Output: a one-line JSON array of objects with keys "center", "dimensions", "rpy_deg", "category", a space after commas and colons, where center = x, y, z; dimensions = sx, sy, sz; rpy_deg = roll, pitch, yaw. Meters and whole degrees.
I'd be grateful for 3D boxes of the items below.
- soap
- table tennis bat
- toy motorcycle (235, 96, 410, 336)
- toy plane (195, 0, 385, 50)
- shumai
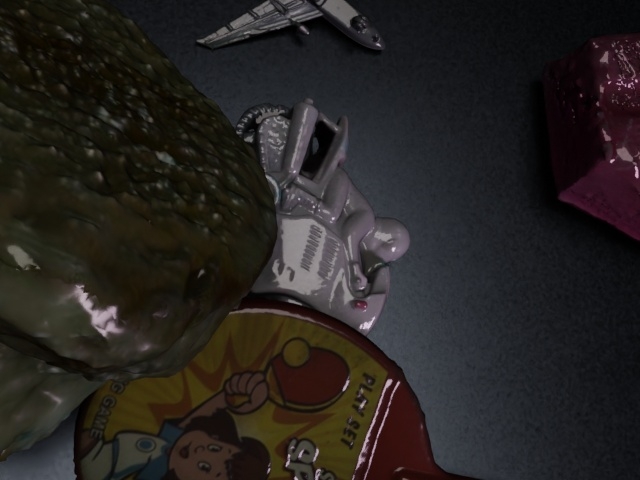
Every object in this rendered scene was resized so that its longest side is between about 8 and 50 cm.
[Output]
[{"center": [0.395, -0.097, 0.888], "dimensions": [0.324, 0.127, 0.220], "rpy_deg": [-1, 78, -10], "category": "soap"}, {"center": [-0.003, 0.198, 0.765], "dimensions": [0.414, 0.051, 0.268], "rpy_deg": [17, 96, -10], "category": "table tennis bat"}, {"center": [0.000, 0.000, 0.814], "dimensions": [0.170, 0.110, 0.260], "rpy_deg": [0, 78, -15], "category": "toy motorcycle"}, {"center": [-0.025, -0.265, 0.892], "dimensions": [0.226, 0.058, 0.226], "rpy_deg": [37, 90, 0], "category": "toy plane"}, {"center": [-0.236, 0.000, 0.644], "dimensions": [0.324, 0.397, 0.323], "rpy_deg": [32, 113, -22], "category": "shumai"}]
